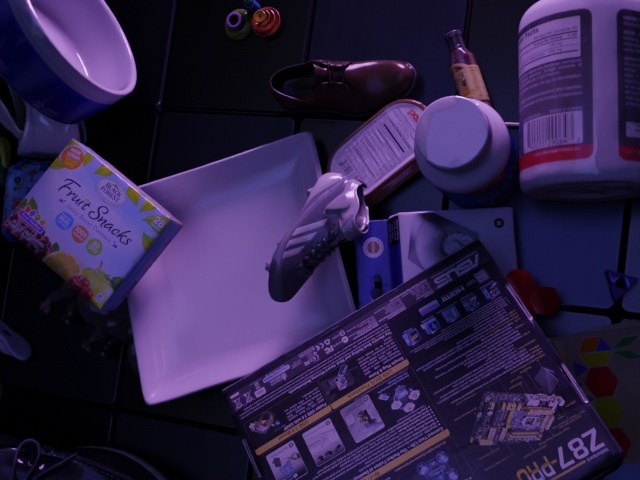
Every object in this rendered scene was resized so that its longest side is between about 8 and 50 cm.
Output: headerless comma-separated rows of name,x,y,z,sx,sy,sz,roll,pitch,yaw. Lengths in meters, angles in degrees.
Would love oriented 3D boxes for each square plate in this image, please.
square plate,-0.134,0.043,1.304,0.347,0.049,0.344,-17,74,11

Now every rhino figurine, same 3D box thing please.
rhino figurine,-0.332,0.136,1.374,0.243,0.073,0.106,36,89,17

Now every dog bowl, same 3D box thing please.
dog bowl,-0.417,-0.322,1.361,0.104,0.265,0.265,-27,75,18

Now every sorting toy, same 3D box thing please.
sorting toy,-0.114,-0.358,1.373,0.102,0.042,0.061,2,84,21

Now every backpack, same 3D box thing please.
backpack,-0.415,-0.055,1.407,0.173,0.117,0.158,7,86,18

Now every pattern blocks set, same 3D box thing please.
pattern blocks set,0.365,0.196,1.100,0.285,0.026,0.325,1,74,5

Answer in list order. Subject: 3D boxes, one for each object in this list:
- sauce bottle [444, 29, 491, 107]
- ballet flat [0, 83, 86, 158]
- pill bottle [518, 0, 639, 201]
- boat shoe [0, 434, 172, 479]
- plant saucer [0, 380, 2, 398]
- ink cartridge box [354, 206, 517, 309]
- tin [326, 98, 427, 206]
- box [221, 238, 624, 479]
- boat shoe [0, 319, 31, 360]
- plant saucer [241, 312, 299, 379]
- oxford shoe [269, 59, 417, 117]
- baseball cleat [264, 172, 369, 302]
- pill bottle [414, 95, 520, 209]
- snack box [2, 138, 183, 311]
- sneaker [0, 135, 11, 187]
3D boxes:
sauce bottle,0.210,-0.242,1.241,0.042,0.042,0.128,-21,75,17
ballet flat,-0.528,-0.311,1.456,0.139,0.139,0.400,-30,76,14
pill bottle,0.347,-0.218,1.115,0.176,0.176,0.318,-1,83,20
boat shoe,-0.451,0.399,1.343,0.500,0.156,0.186,9,84,20
plant saucer,-0.589,0.260,1.483,0.083,0.015,0.083,-3,82,20
ink cartridge box,0.162,0.069,1.186,0.224,0.045,0.223,-5,81,4
tin,0.092,-0.128,1.263,0.190,0.040,0.106,-39,69,15
box,0.113,0.229,1.058,0.395,0.097,0.318,-32,60,2
boat shoe,-0.534,0.178,1.467,0.100,0.035,0.035,36,123,17
plant saucer,-0.077,0.169,1.303,0.119,0.021,0.119,-3,83,20
oxford shoe,0.030,-0.231,1.277,0.227,0.096,0.082,-6,79,18
baseball cleat,0.000,0.000,1.204,0.109,0.072,0.206,19,82,37
pill bottle,0.193,-0.116,1.133,0.124,0.221,0.124,-3,83,20
snack box,-0.344,-0.023,1.301,0.207,0.070,0.174,39,89,9
sneaker,-0.676,-0.094,1.510,0.295,0.109,0.123,-21,73,16
